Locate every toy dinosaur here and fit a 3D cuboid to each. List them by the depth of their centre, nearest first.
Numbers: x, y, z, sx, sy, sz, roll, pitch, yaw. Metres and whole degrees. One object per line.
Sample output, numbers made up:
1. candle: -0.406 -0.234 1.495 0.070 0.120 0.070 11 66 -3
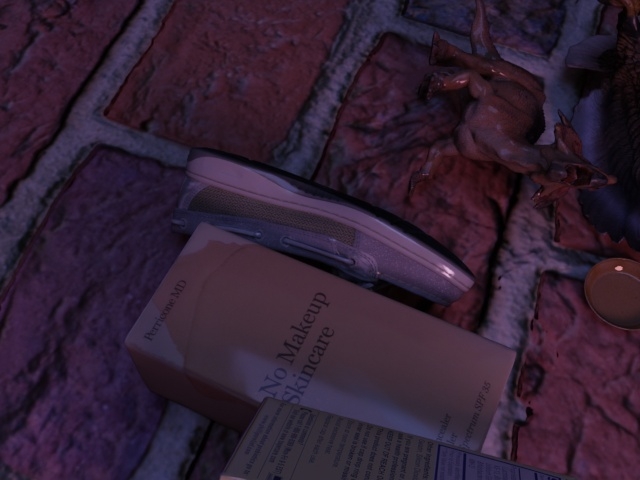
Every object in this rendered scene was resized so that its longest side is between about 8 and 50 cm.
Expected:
1. toy dinosaur: 0.211 -0.139 0.865 0.200 0.127 0.296 9 51 1

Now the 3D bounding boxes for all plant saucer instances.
1. plant saucer: 0.313 0.057 0.804 0.083 0.015 0.083 0 59 1

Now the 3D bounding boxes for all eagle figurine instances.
1. eagle figurine: 0.389 -0.145 0.852 0.226 0.225 0.298 -14 93 35

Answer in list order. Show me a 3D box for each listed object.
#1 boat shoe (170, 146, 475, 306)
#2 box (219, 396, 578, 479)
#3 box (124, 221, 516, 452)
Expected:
1. boat shoe: -0.002 0.000 0.794 0.320 0.118 0.103 22 98 9
2. box: 0.043 0.258 0.560 0.243 0.214 0.117 13 17 9
3. box: -0.001 0.119 0.706 0.311 0.121 0.148 21 62 12
